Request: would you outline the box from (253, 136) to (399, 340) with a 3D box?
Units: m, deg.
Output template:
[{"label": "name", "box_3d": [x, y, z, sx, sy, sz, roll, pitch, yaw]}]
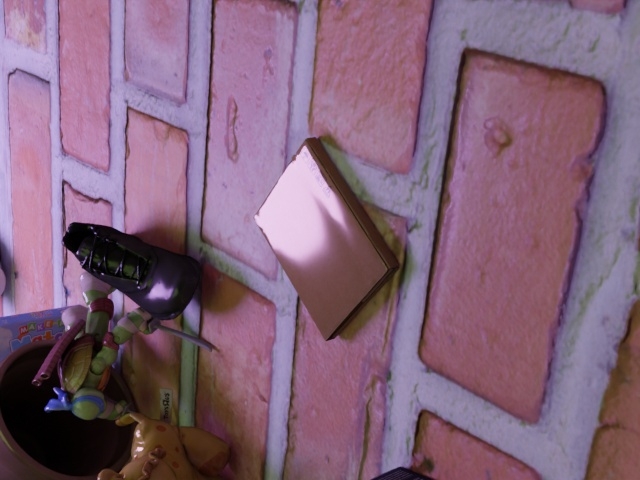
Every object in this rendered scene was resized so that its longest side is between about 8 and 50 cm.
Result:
[{"label": "box", "box_3d": [0.000, 0.000, 1.178, 0.201, 0.021, 0.164, 58, 137, 21]}]

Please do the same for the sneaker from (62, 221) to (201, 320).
[{"label": "sneaker", "box_3d": [-0.294, 0.040, 1.432, 0.286, 0.130, 0.109, 15, 80, 45]}]

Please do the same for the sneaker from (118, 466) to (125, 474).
[{"label": "sneaker", "box_3d": [-0.271, 0.492, 1.564, 0.343, 0.134, 0.146, 12, 119, 54]}]

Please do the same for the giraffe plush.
[{"label": "giraffe plush", "box_3d": [-0.232, 0.348, 1.373, 0.181, 0.170, 0.210, -10, 110, 10]}]

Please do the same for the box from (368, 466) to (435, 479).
[{"label": "box", "box_3d": [0.127, 0.366, 1.058, 0.207, 0.108, 0.153, 12, 108, 47]}]

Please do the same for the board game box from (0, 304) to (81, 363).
[{"label": "board game box", "box_3d": [-0.511, 0.229, 1.728, 0.039, 0.160, 0.211, 32, 124, 50]}]

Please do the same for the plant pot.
[{"label": "plant pot", "box_3d": [-0.478, 0.334, 1.616, 0.229, 0.263, 0.263, -42, 67, 36]}]

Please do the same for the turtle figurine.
[{"label": "turtle figurine", "box_3d": [-0.322, 0.187, 1.544, 0.266, 0.274, 0.198, -115, 14, -45]}]

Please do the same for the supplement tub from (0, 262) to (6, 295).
[{"label": "supplement tub", "box_3d": [-0.759, 0.047, 1.985, 0.199, 0.144, 0.144, 39, 127, 36]}]
